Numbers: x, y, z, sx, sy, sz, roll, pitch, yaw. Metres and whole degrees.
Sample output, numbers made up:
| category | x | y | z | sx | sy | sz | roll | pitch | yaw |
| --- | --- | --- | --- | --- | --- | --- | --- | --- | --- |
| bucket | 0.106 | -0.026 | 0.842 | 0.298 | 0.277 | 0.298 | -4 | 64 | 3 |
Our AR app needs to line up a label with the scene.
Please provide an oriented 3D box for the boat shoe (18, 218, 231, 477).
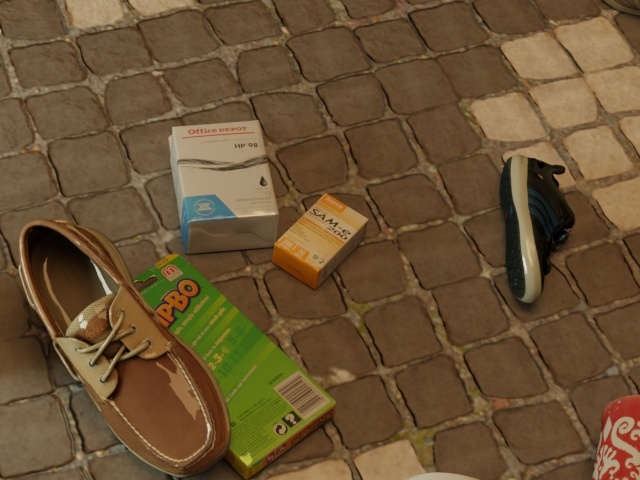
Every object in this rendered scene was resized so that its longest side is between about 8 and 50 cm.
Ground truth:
| category | x | y | z | sx | sy | sz | roll | pitch | yaw |
| --- | --- | --- | --- | --- | --- | --- | --- | --- | --- |
| boat shoe | -0.211 | 0.104 | 1.720 | 0.123 | 0.116 | 0.324 | -43 | 65 | 1 |

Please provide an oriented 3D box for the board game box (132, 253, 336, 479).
| category | x | y | z | sx | sy | sz | roll | pitch | yaw |
| --- | --- | --- | --- | --- | --- | --- | --- | --- | --- |
| board game box | -0.116 | 0.126 | 1.794 | 0.124 | 0.039 | 0.259 | -34 | 64 | -28 |

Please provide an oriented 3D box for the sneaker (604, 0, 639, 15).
| category | x | y | z | sx | sy | sz | roll | pitch | yaw |
| --- | --- | --- | --- | --- | --- | --- | --- | --- | --- |
| sneaker | 0.434 | -0.319 | 2.195 | 0.188 | 0.071 | 0.066 | 33 | 55 | 19 |

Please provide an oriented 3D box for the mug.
| category | x | y | z | sx | sy | sz | roll | pitch | yaw |
| --- | --- | --- | --- | --- | --- | --- | --- | --- | --- |
| mug | 0.334 | 0.258 | 1.693 | 0.150 | 0.113 | 0.169 | 16 | 54 | 9 |

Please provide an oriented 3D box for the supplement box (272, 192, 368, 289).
| category | x | y | z | sx | sy | sz | roll | pitch | yaw |
| --- | --- | --- | --- | --- | --- | --- | --- | --- | --- |
| supplement box | 0.000 | 0.000 | 1.908 | 0.062 | 0.036 | 0.098 | 32 | 54 | 17 |

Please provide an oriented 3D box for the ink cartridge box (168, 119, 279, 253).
| category | x | y | z | sx | sy | sz | roll | pitch | yaw |
| --- | --- | --- | --- | --- | --- | --- | --- | --- | --- |
| ink cartridge box | -0.113 | -0.075 | 1.940 | 0.104 | 0.060 | 0.180 | -5 | 52 | -10 |

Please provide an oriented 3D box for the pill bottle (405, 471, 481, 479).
| category | x | y | z | sx | sy | sz | roll | pitch | yaw |
| --- | --- | --- | --- | --- | --- | --- | --- | --- | --- |
| pill bottle | 0.096 | 0.361 | 1.545 | 0.161 | 0.161 | 0.283 | 16 | 52 | 6 |

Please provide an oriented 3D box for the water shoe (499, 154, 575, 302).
| category | x | y | z | sx | sy | sz | roll | pitch | yaw |
| --- | --- | --- | --- | --- | --- | --- | --- | --- | --- |
| water shoe | 0.251 | -0.018 | 1.929 | 0.080 | 0.073 | 0.203 | 4 | 51 | -6 |
